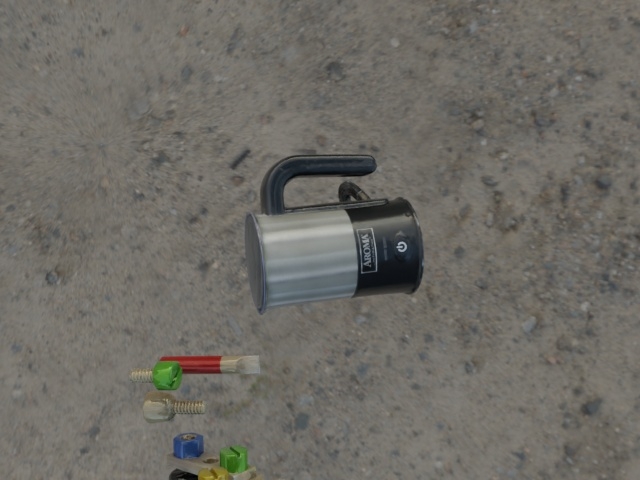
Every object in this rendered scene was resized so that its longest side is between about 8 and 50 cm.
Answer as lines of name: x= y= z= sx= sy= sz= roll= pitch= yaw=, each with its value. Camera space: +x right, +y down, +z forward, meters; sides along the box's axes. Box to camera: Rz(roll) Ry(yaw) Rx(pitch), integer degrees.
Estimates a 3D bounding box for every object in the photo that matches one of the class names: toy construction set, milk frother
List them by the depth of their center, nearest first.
milk frother: x=0.000 y=0.000 z=0.666 sx=0.134 sy=0.143 sz=0.129 roll=-5 pitch=72 yaw=-14
toy construction set: x=-0.108 y=0.282 z=0.895 sx=0.237 sy=0.257 sz=0.309 roll=-4 pitch=68 yaw=16
